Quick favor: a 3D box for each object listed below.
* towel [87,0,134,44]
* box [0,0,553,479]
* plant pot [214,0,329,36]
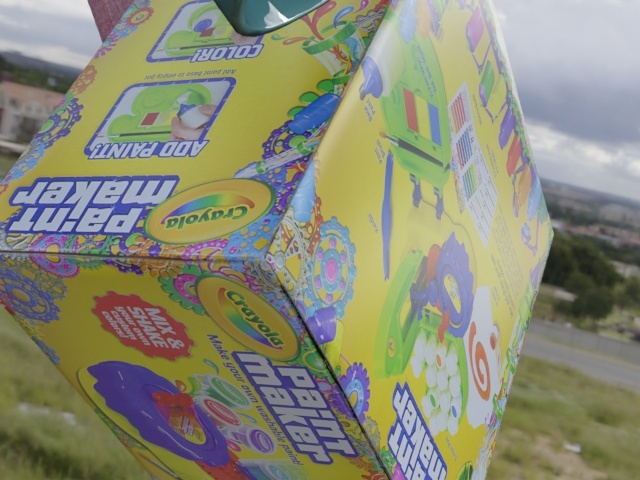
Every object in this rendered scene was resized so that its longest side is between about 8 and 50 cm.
[{"bbox_3d":[-0.094,-0.279,0.808,0.329,0.237,0.037,-23,4,38],"label":"towel"},{"bbox_3d":[0.000,0.000,0.599,0.177,0.279,0.290,2,-42,28],"label":"box"},{"bbox_3d":[0.008,-0.251,0.322,0.235,0.293,0.293,49,6,-2],"label":"plant pot"}]
